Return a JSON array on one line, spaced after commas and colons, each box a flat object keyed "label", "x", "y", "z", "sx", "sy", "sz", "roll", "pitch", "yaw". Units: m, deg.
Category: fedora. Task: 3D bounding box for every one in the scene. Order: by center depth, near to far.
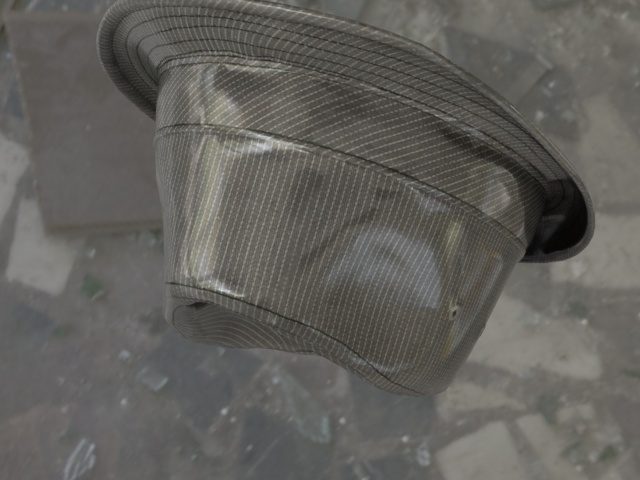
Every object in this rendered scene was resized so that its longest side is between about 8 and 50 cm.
[{"label": "fedora", "x": 0.000, "y": 0.000, "z": 0.627, "sx": 0.243, "sy": 0.275, "sz": 0.124, "roll": 14, "pitch": 79, "yaw": 19}]
